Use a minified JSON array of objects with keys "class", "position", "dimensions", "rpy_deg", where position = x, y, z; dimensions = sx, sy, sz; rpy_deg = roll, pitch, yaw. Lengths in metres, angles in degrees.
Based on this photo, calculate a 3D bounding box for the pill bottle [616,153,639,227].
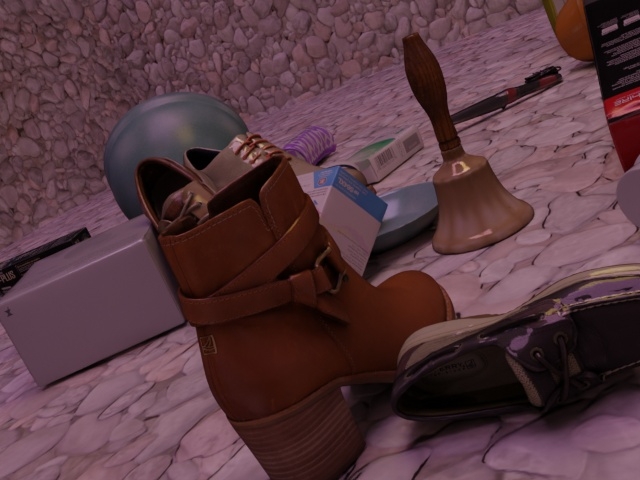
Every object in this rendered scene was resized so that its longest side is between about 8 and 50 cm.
[{"class":"pill bottle","position":[0.341,-0.067,0.718],"dimensions":[0.137,0.078,0.078],"rpy_deg":[-32,17,-27]}]

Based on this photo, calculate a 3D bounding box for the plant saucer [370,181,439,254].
[{"class":"plant saucer","position":[0.088,-0.021,1.039],"dimensions":[0.194,0.037,0.195],"rpy_deg":[-23,15,7]}]

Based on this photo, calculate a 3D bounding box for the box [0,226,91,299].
[{"class":"box","position":[-0.449,0.083,1.304],"dimensions":[0.180,0.147,0.077],"rpy_deg":[-23,15,9]}]

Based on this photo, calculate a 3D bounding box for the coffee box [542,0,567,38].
[{"class":"coffee box","position":[0.656,-0.659,1.763],"dimensions":[0.334,0.338,0.338],"rpy_deg":[-20,15,18]}]

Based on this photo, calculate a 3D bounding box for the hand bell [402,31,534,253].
[{"class":"hand bell","position":[0.144,-0.119,0.887],"dimensions":[0.126,0.242,0.126],"rpy_deg":[-23,16,7]}]

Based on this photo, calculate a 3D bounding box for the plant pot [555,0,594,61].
[{"class":"plant pot","position":[0.551,-0.433,1.471],"dimensions":[0.205,0.205,0.188],"rpy_deg":[-29,0,-17]}]

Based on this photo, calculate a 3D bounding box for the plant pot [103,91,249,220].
[{"class":"plant pot","position":[-0.246,-0.102,1.448],"dimensions":[0.293,0.293,0.196],"rpy_deg":[-25,41,-2]}]

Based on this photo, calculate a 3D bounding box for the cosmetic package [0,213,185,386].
[{"class":"cosmetic package","position":[-0.320,0.075,1.145],"dimensions":[0.224,0.138,0.225],"rpy_deg":[-24,13,1]}]

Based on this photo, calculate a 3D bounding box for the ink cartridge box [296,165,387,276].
[{"class":"ink cartridge box","position":[0.000,0.000,0.920],"dimensions":[0.092,0.090,0.143],"rpy_deg":[-8,53,49]}]

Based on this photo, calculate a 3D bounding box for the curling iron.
[{"class":"curling iron","position":[0.353,-0.273,1.499],"dimensions":[0.274,0.035,0.068],"rpy_deg":[-28,11,-15]}]

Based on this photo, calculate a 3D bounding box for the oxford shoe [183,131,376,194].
[{"class":"oxford shoe","position":[-0.089,-0.088,1.175],"dimensions":[0.396,0.147,0.140],"rpy_deg":[-1,23,43]}]

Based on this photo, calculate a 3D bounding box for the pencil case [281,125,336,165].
[{"class":"pencil case","position":[-0.032,-0.198,1.754],"dimensions":[0.088,0.086,0.206],"rpy_deg":[16,29,11]}]

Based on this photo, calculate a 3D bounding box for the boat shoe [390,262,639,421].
[{"class":"boat shoe","position":[0.147,0.082,0.526],"dimensions":[0.223,0.080,0.073],"rpy_deg":[-20,21,31]}]

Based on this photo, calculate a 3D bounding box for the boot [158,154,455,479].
[{"class":"boot","position":[-0.001,0.033,0.628],"dimensions":[0.109,0.220,0.283],"rpy_deg":[-10,20,44]}]

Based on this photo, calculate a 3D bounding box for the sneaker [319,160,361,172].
[{"class":"sneaker","position":[-0.041,-0.066,1.317],"dimensions":[0.235,0.090,0.095],"rpy_deg":[-21,24,17]}]

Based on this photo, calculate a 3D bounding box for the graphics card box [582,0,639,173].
[{"class":"graphics card box","position":[0.459,-0.243,0.954],"dimensions":[0.232,0.094,0.371],"rpy_deg":[-18,32,24]}]

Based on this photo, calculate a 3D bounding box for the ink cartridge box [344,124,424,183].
[{"class":"ink cartridge box","position":[0.062,-0.147,1.489],"dimensions":[0.224,0.056,0.181],"rpy_deg":[-9,21,41]}]

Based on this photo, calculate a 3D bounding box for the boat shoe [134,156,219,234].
[{"class":"boat shoe","position":[-0.171,-0.018,1.075],"dimensions":[0.123,0.116,0.324],"rpy_deg":[-54,47,2]}]
